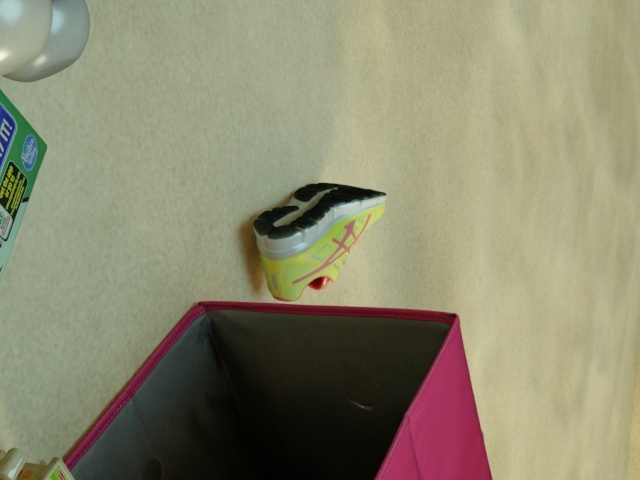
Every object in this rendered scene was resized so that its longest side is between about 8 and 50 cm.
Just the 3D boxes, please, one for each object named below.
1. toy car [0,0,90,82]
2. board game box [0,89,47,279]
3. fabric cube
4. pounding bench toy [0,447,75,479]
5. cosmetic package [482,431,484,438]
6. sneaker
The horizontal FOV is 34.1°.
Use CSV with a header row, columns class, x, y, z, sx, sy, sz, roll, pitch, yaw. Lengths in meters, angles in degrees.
class,x,y,z,sx,sy,sz,roll,pitch,yaw
toy car,-0.178,-0.185,0.609,0.159,0.136,0.182,64,6,-5
board game box,-0.257,-0.004,0.546,0.213,0.046,0.317,59,28,-45
fabric cube,-0.019,0.227,0.845,0.259,0.254,0.258,-53,137,-48
pounding bench toy,-0.206,0.166,0.692,0.052,0.065,0.083,-58,138,-43
cosmetic package,0.136,0.348,1.262,0.107,0.127,0.237,-27,115,-58
sneaker,0.000,0.000,1.070,0.208,0.082,0.094,-28,122,-51
